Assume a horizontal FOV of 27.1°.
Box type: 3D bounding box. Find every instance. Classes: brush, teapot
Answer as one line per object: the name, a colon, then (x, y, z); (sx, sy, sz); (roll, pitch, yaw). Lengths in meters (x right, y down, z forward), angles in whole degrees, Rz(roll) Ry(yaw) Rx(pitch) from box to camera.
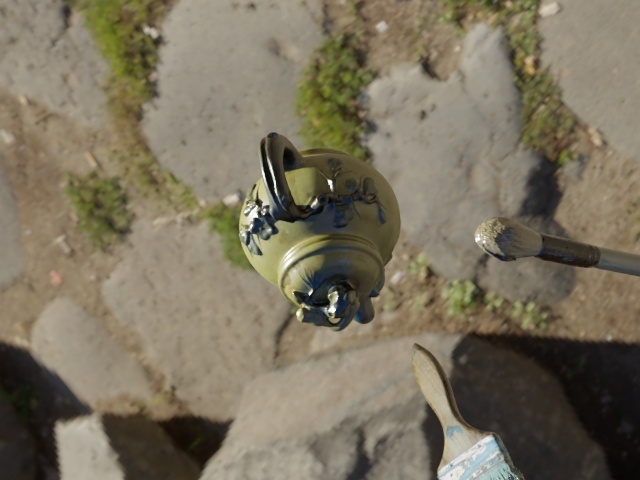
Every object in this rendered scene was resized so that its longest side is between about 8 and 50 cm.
brush: (0.287, 0.021, 1.340); (0.299, 0.042, 0.039); (12, 109, -22)
teapot: (0.000, 0.000, 1.394); (0.173, 0.183, 0.269); (-20, 142, 10)
brush: (0.113, 0.159, 1.102); (0.070, 0.196, 0.021); (-38, 136, 17)
